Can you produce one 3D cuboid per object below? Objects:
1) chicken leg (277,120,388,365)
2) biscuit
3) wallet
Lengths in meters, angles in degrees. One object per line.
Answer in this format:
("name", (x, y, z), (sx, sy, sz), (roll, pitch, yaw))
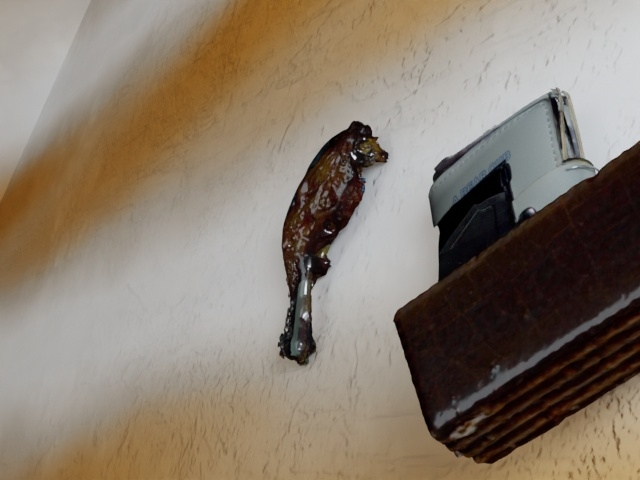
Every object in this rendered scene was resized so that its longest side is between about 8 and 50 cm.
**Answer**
("chicken leg", (0.000, 0.000, 1.234), (0.106, 0.051, 0.253), (20, 94, 60))
("biscuit", (0.164, 0.031, 0.757), (0.252, 0.070, 0.106), (-38, 45, 23))
("wallet", (0.142, 0.009, 0.901), (0.170, 0.069, 0.231), (-43, 41, 44))
